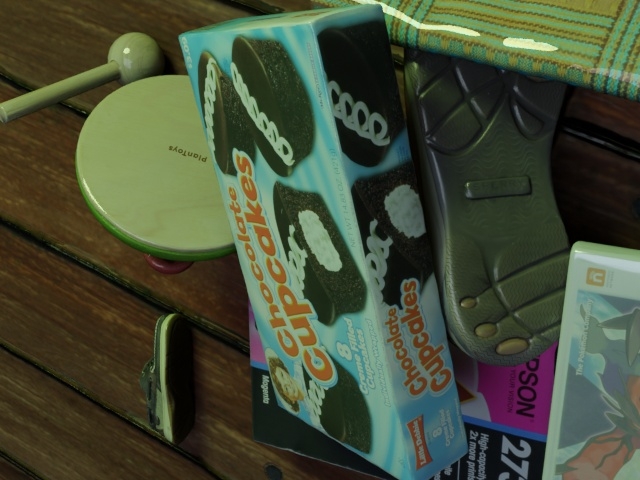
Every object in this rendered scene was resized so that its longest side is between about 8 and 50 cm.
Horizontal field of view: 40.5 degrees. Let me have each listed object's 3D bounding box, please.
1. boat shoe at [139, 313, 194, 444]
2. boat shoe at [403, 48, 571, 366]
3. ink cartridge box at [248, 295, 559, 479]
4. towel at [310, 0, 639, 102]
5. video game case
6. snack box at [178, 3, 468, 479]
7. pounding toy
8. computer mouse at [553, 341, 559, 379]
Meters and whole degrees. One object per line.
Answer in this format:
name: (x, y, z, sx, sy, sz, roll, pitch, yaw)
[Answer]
boat shoe: (-0.166, 0.145, 0.912, 0.049, 0.056, 0.152, 10, 112, 21)
boat shoe: (0.107, -0.074, 0.637, 0.123, 0.116, 0.325, 1, 89, -11)
ink cartridge box: (0.107, 0.132, 0.752, 0.370, 0.069, 0.176, 9, 111, 24)
towel: (0.192, -0.217, 0.510, 0.370, 0.040, 0.272, 20, 87, 27)
video game case: (0.244, 0.110, 0.559, 0.183, 0.023, 0.202, 10, 112, 22)
snack box: (0.000, 0.000, 0.629, 0.187, 0.060, 0.322, 16, 124, 56)
pounding toy: (-0.144, -0.060, 0.781, 0.237, 0.183, 0.110, 41, 148, 11)
computer mouse: (0.249, 0.168, 0.662, 0.071, 0.041, 0.242, -33, 103, 13)
